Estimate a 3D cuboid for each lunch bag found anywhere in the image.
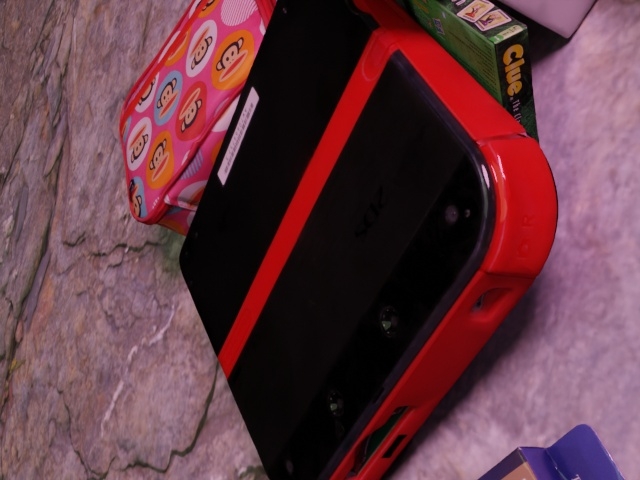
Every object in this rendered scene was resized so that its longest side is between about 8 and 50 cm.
[{"bbox_3d":[-0.116,-0.172,0.870,0.293,0.120,0.258,-46,43,30],"label":"lunch bag"}]

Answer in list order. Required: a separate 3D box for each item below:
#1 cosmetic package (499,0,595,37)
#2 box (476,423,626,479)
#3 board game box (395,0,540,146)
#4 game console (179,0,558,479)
[{"bbox_3d":[0.086,-0.285,0.551,0.138,0.224,0.224,-59,41,22],"label":"cosmetic package"},{"bbox_3d":[0.120,0.234,0.503,0.225,0.037,0.136,-50,45,29],"label":"box"},{"bbox_3d":[0.083,-0.160,0.603,0.030,0.136,0.259,-27,46,-7],"label":"board game box"},{"bbox_3d":[0.000,0.000,0.641,0.342,0.060,0.386,60,136,38],"label":"game console"}]
